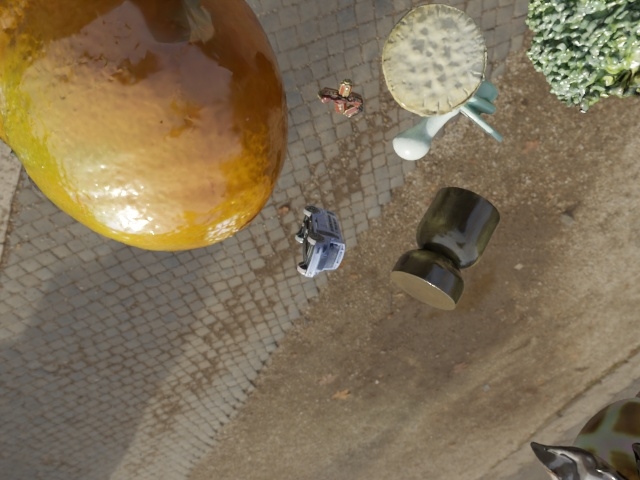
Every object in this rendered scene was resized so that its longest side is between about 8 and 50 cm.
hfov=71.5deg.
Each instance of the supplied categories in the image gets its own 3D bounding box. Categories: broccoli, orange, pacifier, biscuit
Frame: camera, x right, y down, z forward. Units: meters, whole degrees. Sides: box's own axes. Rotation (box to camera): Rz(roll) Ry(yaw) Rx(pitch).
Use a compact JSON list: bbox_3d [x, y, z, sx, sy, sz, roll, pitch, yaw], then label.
[{"bbox_3d":[0.483,-0.369,0.662,0.272,0.324,0.334,-14,96,4],"label":"broccoli"},{"bbox_3d":[-0.164,-0.145,0.426,0.275,0.274,0.310,-17,123,-8],"label":"orange"},{"bbox_3d":[0.281,-0.320,1.108,0.288,0.343,0.269,17,119,-47],"label":"pacifier"},{"bbox_3d":[0.158,-0.247,0.614,0.152,0.020,0.151,-1,106,-3],"label":"biscuit"}]

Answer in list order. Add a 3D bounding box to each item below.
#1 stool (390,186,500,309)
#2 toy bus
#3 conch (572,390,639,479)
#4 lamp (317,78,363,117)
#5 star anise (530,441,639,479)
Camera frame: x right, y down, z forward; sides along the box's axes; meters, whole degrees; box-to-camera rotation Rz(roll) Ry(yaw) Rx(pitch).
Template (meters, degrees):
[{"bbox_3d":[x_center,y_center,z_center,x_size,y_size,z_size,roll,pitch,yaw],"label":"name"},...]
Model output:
[{"bbox_3d":[0.317,0.018,1.128,0.264,0.179,0.179,-58,137,-15],"label":"stool"},{"bbox_3d":[0.000,0.000,0.810,0.076,0.167,0.073,13,118,-13],"label":"toy bus"},{"bbox_3d":[0.457,0.325,0.564,0.197,0.250,0.367,10,99,-50],"label":"conch"},{"bbox_3d":[0.041,-0.242,0.774,0.063,0.031,0.083,-15,156,27],"label":"lamp"},{"bbox_3d":[0.349,0.326,0.436,0.199,0.257,0.110,-14,153,14],"label":"star anise"}]
